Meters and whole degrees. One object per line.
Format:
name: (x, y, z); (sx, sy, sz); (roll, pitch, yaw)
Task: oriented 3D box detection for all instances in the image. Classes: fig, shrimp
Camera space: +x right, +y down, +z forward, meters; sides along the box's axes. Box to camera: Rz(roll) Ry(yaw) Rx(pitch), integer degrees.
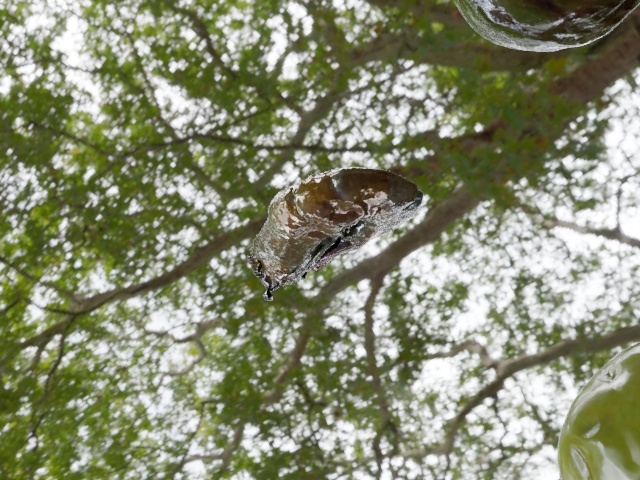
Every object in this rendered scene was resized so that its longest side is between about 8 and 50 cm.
fig: (0.349, 0.208, 0.728); (0.233, 0.314, 0.233); (-5, -79, -26)
fig: (0.126, -0.169, 0.511); (0.154, 0.109, 0.103); (3, -139, -35)
shrimp: (0.000, 0.000, 0.585); (0.101, 0.190, 0.042); (6, -116, -25)
